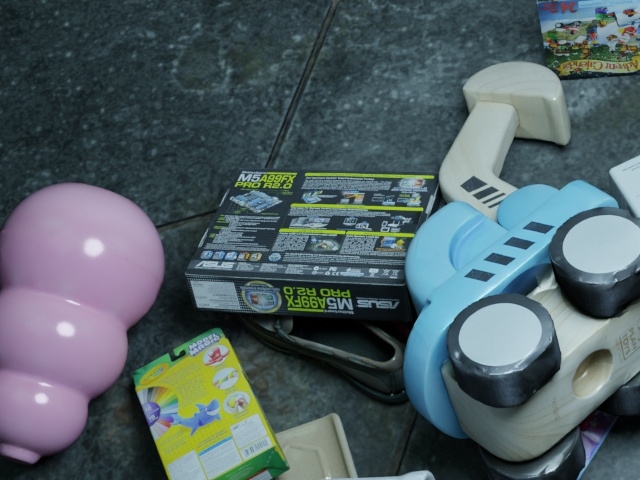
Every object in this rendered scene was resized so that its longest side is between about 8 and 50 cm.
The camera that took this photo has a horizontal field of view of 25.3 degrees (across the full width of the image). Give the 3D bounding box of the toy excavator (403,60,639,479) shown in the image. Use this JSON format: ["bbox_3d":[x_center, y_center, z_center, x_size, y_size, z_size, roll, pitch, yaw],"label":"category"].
[{"bbox_3d":[0.209,0.000,1.586,0.433,0.222,0.445,-38,45,-16],"label":"toy excavator"}]

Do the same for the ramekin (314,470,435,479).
[{"bbox_3d":[0.038,0.364,1.406,0.135,0.277,0.277,0,62,13],"label":"ramekin"}]

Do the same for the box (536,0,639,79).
[{"bbox_3d":[0.387,-0.265,1.737,0.233,0.159,0.044,-3,59,14],"label":"box"}]

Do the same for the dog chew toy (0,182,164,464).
[{"bbox_3d":[-0.311,0.103,1.706,0.206,0.206,0.332,8,72,19],"label":"dog chew toy"}]

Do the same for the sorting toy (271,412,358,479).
[{"bbox_3d":[-0.048,0.313,1.607,0.208,0.038,0.193,-22,58,8],"label":"sorting toy"}]

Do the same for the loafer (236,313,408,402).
[{"bbox_3d":[0.002,0.096,1.683,0.267,0.084,0.096,26,71,26],"label":"loafer"}]

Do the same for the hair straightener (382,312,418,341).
[{"bbox_3d":[0.146,0.099,1.664,0.089,0.047,0.230,-45,60,-11],"label":"hair straightener"}]

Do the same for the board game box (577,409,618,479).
[{"bbox_3d":[0.255,0.184,1.575,0.133,0.033,0.169,33,73,12],"label":"board game box"}]

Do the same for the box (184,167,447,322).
[{"bbox_3d":[0.000,0.000,1.704,0.270,0.060,0.216,2,39,17],"label":"box"}]

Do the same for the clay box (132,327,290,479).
[{"bbox_3d":[-0.132,0.206,1.654,0.127,0.053,0.222,-28,40,-2],"label":"clay box"}]

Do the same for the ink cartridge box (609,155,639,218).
[{"bbox_3d":[0.397,0.003,1.603,0.072,0.127,0.175,-25,59,-2],"label":"ink cartridge box"}]
